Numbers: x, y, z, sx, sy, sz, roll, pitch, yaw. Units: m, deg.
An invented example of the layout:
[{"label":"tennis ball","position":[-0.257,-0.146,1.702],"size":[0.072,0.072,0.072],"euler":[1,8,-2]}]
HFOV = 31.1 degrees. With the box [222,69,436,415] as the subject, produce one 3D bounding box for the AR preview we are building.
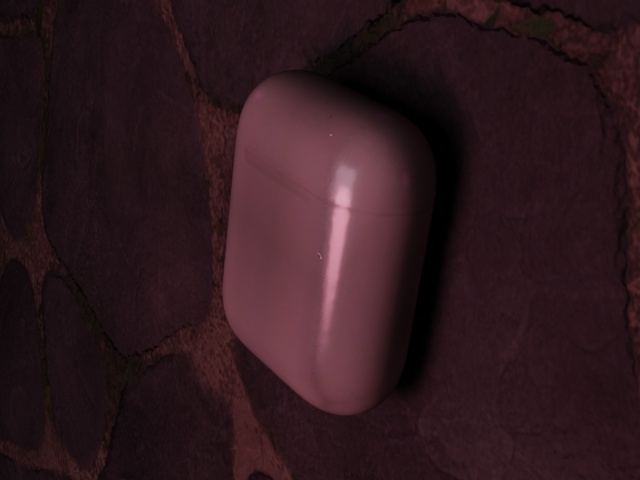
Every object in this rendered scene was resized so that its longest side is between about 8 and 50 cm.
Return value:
[{"label":"box","position":[0.001,0.000,1.285],"size":[0.289,0.141,0.349],"euler":[36,125,51]}]
